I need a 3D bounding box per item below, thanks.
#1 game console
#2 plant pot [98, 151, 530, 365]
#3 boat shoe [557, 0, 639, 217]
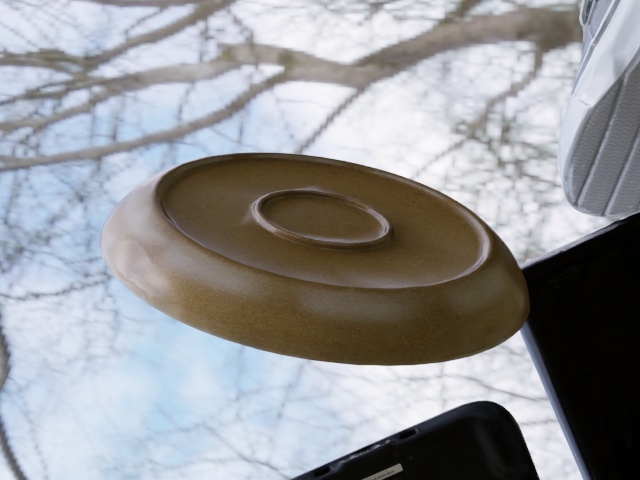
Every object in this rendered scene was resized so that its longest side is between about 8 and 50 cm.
[{"bbox_3d":[0.114,0.136,1.192,0.361,0.044,0.213,-23,-88,-6],"label":"game console"},{"bbox_3d":[0.000,0.000,0.993,0.236,0.236,0.032,-4,-64,-32],"label":"plant pot"},{"bbox_3d":[0.246,-0.164,1.306,0.121,0.119,0.335,3,-46,-14],"label":"boat shoe"}]
